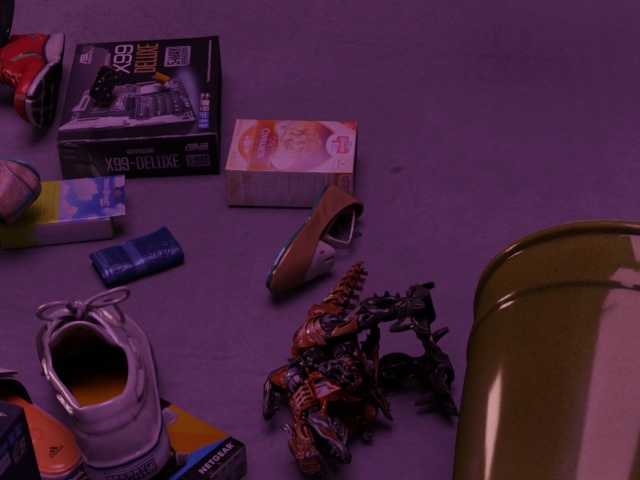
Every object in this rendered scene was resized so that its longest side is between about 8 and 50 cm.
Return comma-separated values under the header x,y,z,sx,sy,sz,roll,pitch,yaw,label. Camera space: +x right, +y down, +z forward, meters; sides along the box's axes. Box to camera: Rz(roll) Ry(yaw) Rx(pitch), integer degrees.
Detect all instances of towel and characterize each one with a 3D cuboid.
x,y,z,sx,sy,sz,roll,pitch,yaw,label
-0.251,0.022,1.719,0.119,0.029,0.067,-19,41,-22,towel

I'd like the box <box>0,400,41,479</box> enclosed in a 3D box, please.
x,y,z,sx,sy,sz,roll,pitch,yaw,label
-0.358,0.298,1.232,0.059,0.183,0.232,13,38,17,box

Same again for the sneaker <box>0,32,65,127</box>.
x,y,z,sx,sy,sz,roll,pitch,yaw,label
-0.484,-0.264,2.038,0.118,0.107,0.279,6,25,-10,sneaker

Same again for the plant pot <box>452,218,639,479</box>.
x,y,z,sx,sy,sz,roll,pitch,yaw,label
0.275,0.233,1.202,0.366,0.366,0.353,13,52,18,plant pot

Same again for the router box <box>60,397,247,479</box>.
x,y,z,sx,sy,sz,roll,pitch,yaw,label
-0.188,0.264,1.383,0.133,0.046,0.179,22,43,30,router box

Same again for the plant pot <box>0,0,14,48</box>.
x,y,z,sx,sy,sz,roll,pitch,yaw,label
-0.643,-0.368,2.054,0.235,0.293,0.293,17,38,-2,plant pot

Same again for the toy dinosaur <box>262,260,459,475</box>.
x,y,z,sx,sy,sz,roll,pitch,yaw,label
0.036,0.131,1.480,0.218,0.164,0.322,-11,57,14,toy dinosaur

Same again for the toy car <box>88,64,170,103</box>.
x,y,z,sx,sy,sz,roll,pitch,yaw,label
-0.298,-0.234,1.942,0.122,0.060,0.040,6,-9,-16,toy car

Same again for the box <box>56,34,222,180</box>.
x,y,z,sx,sy,sz,roll,pitch,yaw,label
-0.280,-0.215,1.994,0.242,0.076,0.307,-3,38,-1,box

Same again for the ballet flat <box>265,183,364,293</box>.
x,y,z,sx,sy,sz,roll,pitch,yaw,label
0.000,0.000,1.705,0.073,0.080,0.232,23,43,7,ballet flat

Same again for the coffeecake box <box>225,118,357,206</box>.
x,y,z,sx,sy,sz,roll,pitch,yaw,label
-0.040,-0.116,1.861,0.186,0.068,0.142,2,36,3,coffeecake box

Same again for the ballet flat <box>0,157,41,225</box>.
x,y,z,sx,sy,sz,roll,pitch,yaw,label
-0.539,-0.063,1.761,0.316,0.107,0.106,-1,53,30,ballet flat

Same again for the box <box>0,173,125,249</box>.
x,y,z,sx,sy,sz,roll,pitch,yaw,label
-0.368,-0.043,1.798,0.178,0.042,0.109,-6,38,-5,box

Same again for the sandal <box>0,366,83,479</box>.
x,y,z,sx,sy,sz,roll,pitch,yaw,label
-0.378,0.191,1.461,0.265,0.076,0.102,20,42,26,sandal

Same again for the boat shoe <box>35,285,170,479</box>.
x,y,z,sx,sy,sz,roll,pitch,yaw,label
-0.267,0.125,1.434,0.136,0.156,0.367,-19,27,-7,boat shoe
